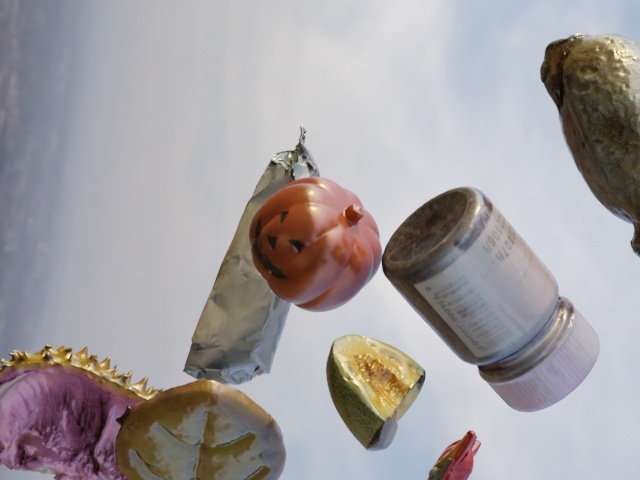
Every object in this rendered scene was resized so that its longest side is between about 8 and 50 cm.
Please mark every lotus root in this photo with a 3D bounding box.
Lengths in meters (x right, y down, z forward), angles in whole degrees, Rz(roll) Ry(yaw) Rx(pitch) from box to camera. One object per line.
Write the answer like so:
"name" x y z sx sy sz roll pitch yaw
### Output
"lotus root" 0.423 -0.141 1.973 0.175 0.175 0.349 116 -43 -60

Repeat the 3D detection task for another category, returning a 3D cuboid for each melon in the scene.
"melon" 0.049 0.172 1.666 0.079 0.128 0.160 -46 176 27

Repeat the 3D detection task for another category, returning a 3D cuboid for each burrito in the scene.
"burrito" -0.084 0.024 2.298 0.101 0.139 0.445 41 67 -62

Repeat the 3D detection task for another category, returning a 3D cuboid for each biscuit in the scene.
"biscuit" -0.138 0.236 1.662 0.260 0.203 0.041 105 -5 -52

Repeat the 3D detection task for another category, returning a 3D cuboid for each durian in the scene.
"durian" -0.292 0.218 1.868 0.112 0.341 0.191 -84 -173 -69

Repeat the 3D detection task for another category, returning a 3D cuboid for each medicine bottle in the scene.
"medicine bottle" 0.217 0.076 1.837 0.165 0.273 0.165 -36 -157 17

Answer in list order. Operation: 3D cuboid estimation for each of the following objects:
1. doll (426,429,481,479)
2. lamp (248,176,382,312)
"doll" 0.199 0.376 2.281 0.169 0.057 0.109 -58 161 -9
"lamp" 0.000 0.000 2.013 0.164 0.188 0.187 -37 -147 32
